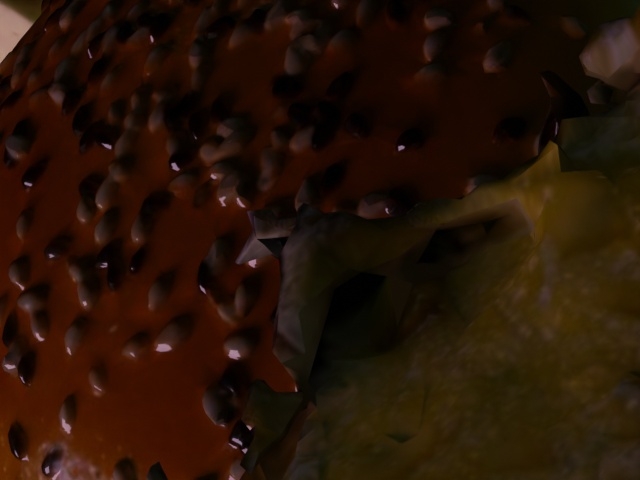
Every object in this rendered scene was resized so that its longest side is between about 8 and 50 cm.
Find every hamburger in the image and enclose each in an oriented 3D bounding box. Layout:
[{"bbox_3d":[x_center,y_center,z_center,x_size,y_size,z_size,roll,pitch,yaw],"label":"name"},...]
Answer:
[{"bbox_3d":[0.000,0.000,0.617,0.300,0.300,0.176,42,177,36],"label":"hamburger"}]

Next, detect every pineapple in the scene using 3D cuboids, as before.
[{"bbox_3d":[0.146,0.116,0.357,0.352,0.352,0.300,38,172,46],"label":"pineapple"}]

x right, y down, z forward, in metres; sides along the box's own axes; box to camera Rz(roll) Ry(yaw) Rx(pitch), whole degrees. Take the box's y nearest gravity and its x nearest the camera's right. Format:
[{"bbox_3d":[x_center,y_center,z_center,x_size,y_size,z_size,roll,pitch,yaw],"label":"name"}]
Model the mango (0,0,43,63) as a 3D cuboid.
[{"bbox_3d":[-0.157,-0.113,0.927,0.253,0.182,0.365,46,152,-13],"label":"mango"}]
